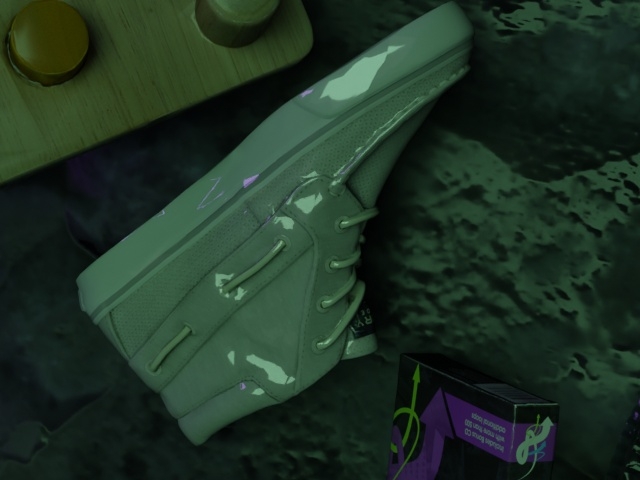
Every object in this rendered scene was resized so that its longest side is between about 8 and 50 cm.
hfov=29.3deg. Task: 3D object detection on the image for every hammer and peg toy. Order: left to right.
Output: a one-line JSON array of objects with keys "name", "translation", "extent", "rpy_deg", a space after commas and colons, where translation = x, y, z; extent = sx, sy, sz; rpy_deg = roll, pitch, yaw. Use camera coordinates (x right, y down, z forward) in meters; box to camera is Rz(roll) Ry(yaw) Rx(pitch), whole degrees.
[{"name": "hammer and peg toy", "translation": [-0.191, -0.205, 0.591], "extent": [0.265, 0.127, 0.361], "rpy_deg": [-25, 91, -10]}]

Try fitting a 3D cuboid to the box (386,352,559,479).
[{"name": "box", "translation": [0.066, 0.145, 0.601], "extent": [0.029, 0.116, 0.162], "rpy_deg": [2, 95, -24]}]

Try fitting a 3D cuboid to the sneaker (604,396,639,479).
[{"name": "sneaker", "translation": [0.173, 0.132, 0.600], "extent": [0.069, 0.082, 0.209], "rpy_deg": [29, 82, 26]}]

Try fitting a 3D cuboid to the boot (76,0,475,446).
[{"name": "boot", "translation": [0.000, 0.000, 0.629], "extent": [0.258, 0.095, 0.123], "rpy_deg": [-37, 89, 23]}]
